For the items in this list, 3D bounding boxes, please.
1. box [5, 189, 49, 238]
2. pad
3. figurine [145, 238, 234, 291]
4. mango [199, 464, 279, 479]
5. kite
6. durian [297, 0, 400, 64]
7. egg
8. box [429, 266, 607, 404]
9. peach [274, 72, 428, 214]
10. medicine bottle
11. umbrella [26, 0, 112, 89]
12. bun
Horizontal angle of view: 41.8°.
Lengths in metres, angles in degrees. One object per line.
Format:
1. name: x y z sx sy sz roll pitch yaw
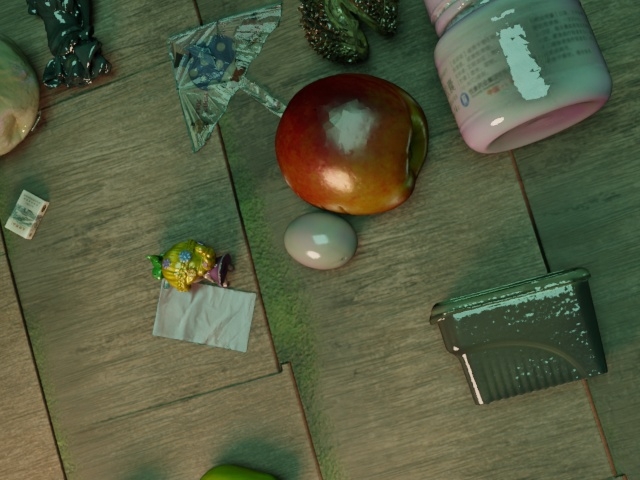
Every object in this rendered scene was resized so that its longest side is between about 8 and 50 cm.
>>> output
1. box: -0.579 -0.051 1.652 0.054 0.024 0.083 27 90 11
2. pad: -0.219 0.139 1.575 0.187 0.006 0.113 9 85 10
3. figurine: -0.249 0.037 1.536 0.156 0.115 0.095 8 58 17
4. mango: -0.147 0.463 1.487 0.163 0.089 0.117 11 87 11
5. kite: -0.170 -0.319 1.606 0.314 0.011 0.335 32 92 12
6. durian: 0.047 -0.419 1.500 0.196 0.167 0.196 -4 75 14
7. egg: 0.000 0.000 1.495 0.134 0.103 0.103 8 86 12
8. box: 0.333 0.162 1.405 0.274 0.138 0.178 -16 86 9
9. peach: 0.041 -0.178 1.469 0.274 0.245 0.249 2 55 22
10. medicine bottle: 0.310 -0.333 1.391 0.256 0.256 0.325 -22 82 8
11. umbrella: -0.520 -0.463 1.647 0.143 0.094 0.349 -19 79 4
12. bun: -0.680 -0.289 1.625 0.272 0.168 0.273 -2 85 19
